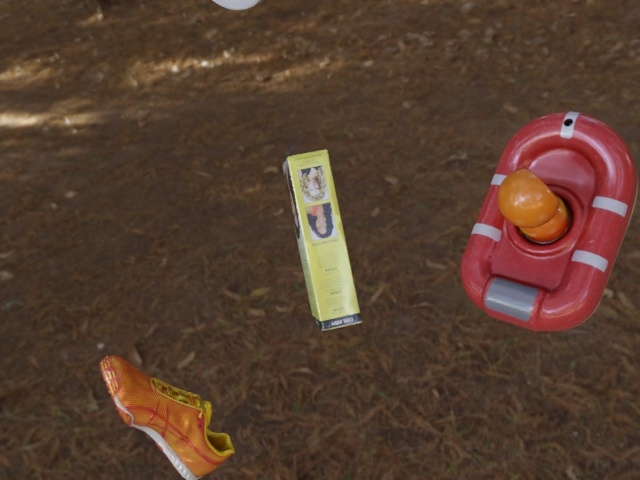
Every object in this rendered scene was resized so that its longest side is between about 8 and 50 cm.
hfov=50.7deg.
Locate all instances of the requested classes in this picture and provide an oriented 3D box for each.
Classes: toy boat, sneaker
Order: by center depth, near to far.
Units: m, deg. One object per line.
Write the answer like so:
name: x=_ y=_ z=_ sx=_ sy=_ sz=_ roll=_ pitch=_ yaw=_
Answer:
sneaker: x=-0.148 y=0.162 z=0.659 sx=0.067 sy=0.175 sz=0.064 roll=-37 pitch=34 yaw=-3
toy boat: x=0.227 y=-0.030 z=0.696 sx=0.151 sy=0.151 sz=0.231 roll=17 pitch=80 yaw=34

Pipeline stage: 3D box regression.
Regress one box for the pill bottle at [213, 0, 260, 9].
pill bottle: x=-0.093 y=-0.436 z=0.994 sx=0.119 sy=0.119 sz=0.208 roll=0 pitch=41 yaw=24

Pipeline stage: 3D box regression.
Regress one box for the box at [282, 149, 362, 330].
box: x=0.000 y=0.000 z=0.913 sx=0.058 sy=0.232 sz=0.087 roll=-12 pitch=0 yaw=-7
